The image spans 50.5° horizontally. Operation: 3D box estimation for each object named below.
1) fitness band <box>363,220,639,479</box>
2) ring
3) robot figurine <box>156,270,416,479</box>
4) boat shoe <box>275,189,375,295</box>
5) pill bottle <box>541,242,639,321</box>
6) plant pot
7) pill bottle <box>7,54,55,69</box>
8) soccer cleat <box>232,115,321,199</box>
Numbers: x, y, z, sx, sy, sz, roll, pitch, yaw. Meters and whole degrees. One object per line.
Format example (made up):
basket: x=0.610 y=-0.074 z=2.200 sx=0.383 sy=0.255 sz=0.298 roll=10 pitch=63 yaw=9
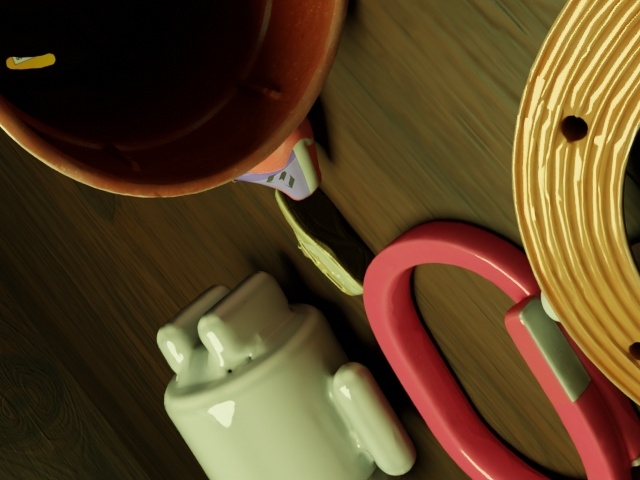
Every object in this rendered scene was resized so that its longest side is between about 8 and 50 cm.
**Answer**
fitness band: x=0.147 y=0.117 z=0.574 sx=0.290 sy=0.054 sz=0.209 roll=60 pitch=151 yaw=-8
ring: x=0.246 y=-0.010 z=0.286 sx=0.337 sy=0.032 sz=0.336 roll=22 pitch=132 yaw=27
robot figurine: x=-0.037 y=0.213 z=0.766 sx=0.300 sy=0.200 sz=0.353 roll=-16 pitch=108 yaw=43
boat shoe: x=0.000 y=0.000 z=0.652 sx=0.135 sy=0.050 sz=0.045 roll=51 pitch=144 yaw=4
pill bottle: x=0.184 y=0.031 z=0.440 sx=0.043 sy=0.043 sz=0.083 roll=55 pitch=149 yaw=-2
plant pot: x=-0.167 y=-0.194 z=0.478 sx=0.265 sy=0.272 sz=0.272 roll=24 pitch=138 yaw=43
pill bottle: x=-0.306 y=-0.203 z=0.674 sx=0.136 sy=0.246 sz=0.136 roll=34 pitch=144 yaw=30
soccer cleat: x=-0.125 y=-0.112 z=0.668 sx=0.318 sy=0.108 sz=0.116 roll=17 pitch=146 yaw=46
